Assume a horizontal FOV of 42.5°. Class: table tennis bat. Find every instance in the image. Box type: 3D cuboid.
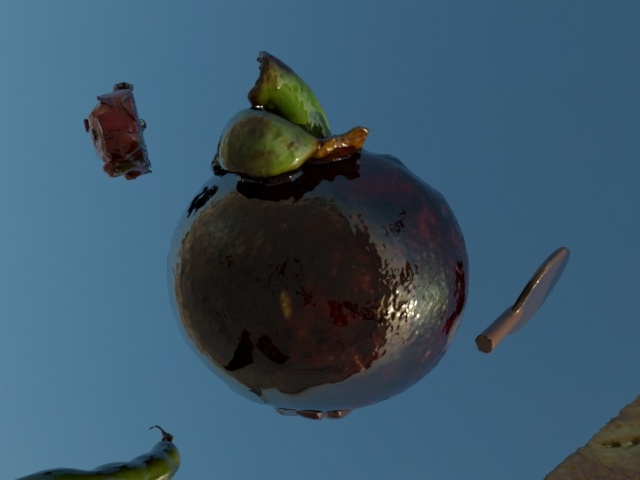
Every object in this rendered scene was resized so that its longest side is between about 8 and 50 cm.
[{"bbox_3d":[0.249,0.092,0.834,0.119,0.170,0.108,35,-44,24],"label":"table tennis bat"}]

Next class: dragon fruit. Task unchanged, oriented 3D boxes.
[{"bbox_3d":[-0.237,-0.125,0.953,0.112,0.068,0.126,85,-11,-46],"label":"dragon fruit"}]

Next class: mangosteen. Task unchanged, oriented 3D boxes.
[{"bbox_3d":[0.000,0.000,0.836,0.306,0.306,0.360,8,-83,38],"label":"mangosteen"}]

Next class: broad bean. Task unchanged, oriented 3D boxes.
[{"bbox_3d":[-0.178,0.201,0.704,0.069,0.227,0.039,22,-85,20],"label":"broad bean"}]

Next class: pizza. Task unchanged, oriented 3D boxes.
[{"bbox_3d":[0.220,0.144,0.493,0.175,0.134,0.046,0,-58,23],"label":"pizza"}]
